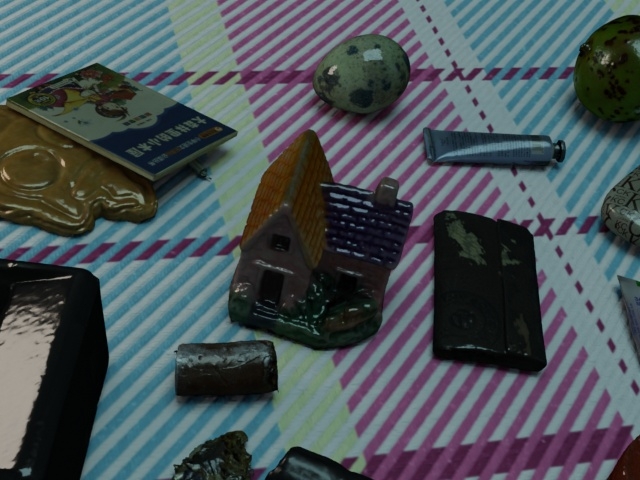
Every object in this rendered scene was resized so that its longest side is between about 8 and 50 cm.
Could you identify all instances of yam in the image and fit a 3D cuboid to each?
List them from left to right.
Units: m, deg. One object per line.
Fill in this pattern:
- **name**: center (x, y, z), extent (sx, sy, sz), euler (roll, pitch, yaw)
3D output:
- **yam**: center (-0.128, 0.172, 1.492), extent (0.141, 0.079, 0.079), euler (-1, 44, -12)

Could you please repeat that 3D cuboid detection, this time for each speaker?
- **speaker**: center (-0.379, 0.188, 1.355), extent (0.184, 0.180, 0.388), euler (2, 42, 0)

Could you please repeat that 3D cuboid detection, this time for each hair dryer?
- **hair dryer**: center (-0.220, -0.144, 1.847), extent (0.124, 0.038, 0.063), euler (42, 50, 22)

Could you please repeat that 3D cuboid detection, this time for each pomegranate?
- **pomegranate**: center (0.606, -0.317, 2.108), extent (0.263, 0.211, 0.211), euler (23, 39, -19)

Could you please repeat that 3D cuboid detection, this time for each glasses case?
- **glasses case**: center (0.625, -0.091, 1.941), extent (0.137, 0.085, 0.355), euler (38, 48, 24)

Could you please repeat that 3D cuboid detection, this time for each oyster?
- **oyster**: center (-0.132, 0.288, 1.387), extent (0.103, 0.051, 0.148), euler (23, 33, 2)

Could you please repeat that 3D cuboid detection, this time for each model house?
- **model house**: center (0.000, 0.000, 1.588), extent (0.237, 0.237, 0.202), euler (17, 41, 6)

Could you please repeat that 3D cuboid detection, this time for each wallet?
- **wallet**: center (0.260, 0.068, 1.717), extent (0.170, 0.044, 0.321), euler (8, 42, -1)

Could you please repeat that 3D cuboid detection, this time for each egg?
- **egg**: center (0.075, -0.301, 2.005), extent (0.182, 0.141, 0.141), euler (-16, 46, -2)

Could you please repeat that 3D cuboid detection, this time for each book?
- **book**: center (-0.329, -0.207, 1.837), extent (0.322, 0.018, 0.228), euler (26, 36, 21)

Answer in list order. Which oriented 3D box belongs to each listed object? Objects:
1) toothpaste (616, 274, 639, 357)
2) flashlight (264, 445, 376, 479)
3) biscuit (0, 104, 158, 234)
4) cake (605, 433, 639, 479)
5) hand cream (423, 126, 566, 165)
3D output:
- **toothpaste**: center (0.514, 0.165, 1.670), extent (0.075, 0.048, 0.301), euler (-1, 41, 2)
- **flashlight**: center (0.132, 0.360, 1.334), extent (0.424, 0.103, 0.103), euler (21, 43, 10)
- **biscuit**: center (-0.429, -0.121, 1.763), extent (0.376, 0.051, 0.269), euler (22, 45, 10)
- **cake**: center (0.438, 0.369, 1.354), extent (0.177, 0.151, 0.283), euler (7, 47, -10)
- **hand cream**: center (0.313, -0.170, 1.981), extent (0.256, 0.055, 0.088), euler (3, 51, -6)
